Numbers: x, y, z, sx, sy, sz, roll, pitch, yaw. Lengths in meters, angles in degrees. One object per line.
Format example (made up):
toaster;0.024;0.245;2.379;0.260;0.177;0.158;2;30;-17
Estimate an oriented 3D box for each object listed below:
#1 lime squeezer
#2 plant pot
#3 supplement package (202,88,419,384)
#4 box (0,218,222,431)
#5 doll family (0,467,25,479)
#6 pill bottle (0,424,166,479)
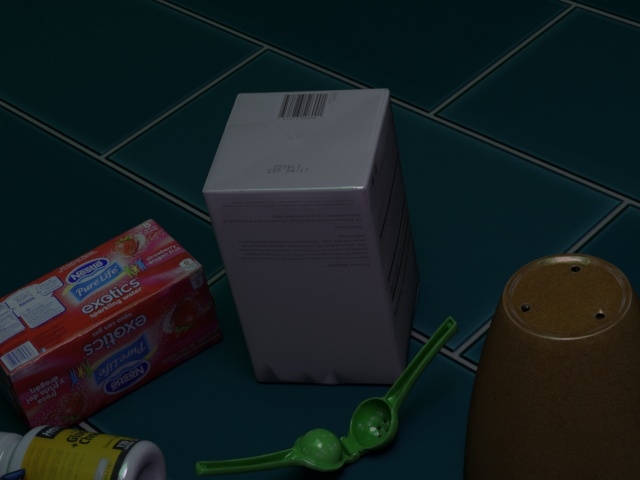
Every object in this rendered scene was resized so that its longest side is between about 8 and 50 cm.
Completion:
lime squeezer;0.021;0.198;1.471;0.310;0.110;0.059;-28;60;-12
plant pot;0.243;0.144;1.363;0.237;0.254;0.237;-8;39;6
supplement package;0.000;0.000;1.559;0.177;0.293;0.175;0;42;13
box;-0.260;0.102;1.637;0.257;0.122;0.128;-30;44;-21
doll family;-0.374;0.338;1.369;0.263;0.163;0.118;-17;-1;-5
pill bottle;-0.263;0.250;1.479;0.184;0.103;0.103;6;43;19
